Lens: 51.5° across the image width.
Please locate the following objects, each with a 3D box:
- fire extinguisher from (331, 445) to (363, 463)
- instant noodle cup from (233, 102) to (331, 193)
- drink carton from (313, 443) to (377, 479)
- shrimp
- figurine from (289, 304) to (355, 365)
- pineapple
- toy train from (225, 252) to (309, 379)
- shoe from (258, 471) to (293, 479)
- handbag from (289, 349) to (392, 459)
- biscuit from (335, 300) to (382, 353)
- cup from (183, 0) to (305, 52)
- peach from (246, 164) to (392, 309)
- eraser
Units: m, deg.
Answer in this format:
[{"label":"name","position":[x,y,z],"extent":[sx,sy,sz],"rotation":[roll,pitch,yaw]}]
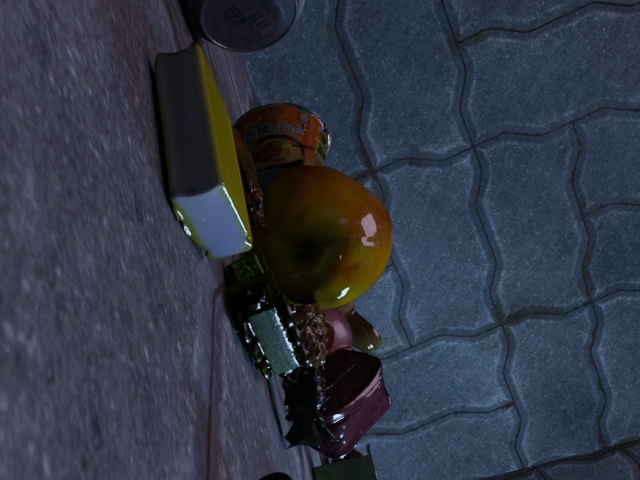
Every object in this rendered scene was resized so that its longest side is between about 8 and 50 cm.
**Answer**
[{"label":"fire extinguisher","position":[0.068,0.705,1.947],"extent":[0.200,0.113,0.376],"rotation":[-61,171,-7]},{"label":"instant noodle cup","position":[-0.089,-0.162,1.468],"extent":[0.230,0.230,0.182],"rotation":[76,10,-50]},{"label":"drink carton","position":[0.063,0.558,1.512],"extent":[0.144,0.142,0.146],"rotation":[-100,176,-52]},{"label":"shrimp","position":[-0.149,-0.110,1.208],"extent":[0.150,0.068,0.249],"rotation":[83,-10,-45]},{"label":"figurine","position":[-0.009,0.229,1.556],"extent":[0.173,0.173,0.173],"rotation":[-14,90,-90]},{"label":"pineapple","position":[-0.036,0.238,1.169],"extent":[0.128,0.128,0.248],"rotation":[74,7,-81]},{"label":"toy train","position":[-0.081,0.115,1.009],"extent":[0.225,0.090,0.137],"rotation":[75,-7,-52]},{"label":"shoe","position":[-0.044,0.325,0.683],"extent":[0.053,0.062,0.159],"rotation":[96,-16,-51]},{"label":"handbag","position":[0.044,0.339,1.415],"extent":[0.146,0.225,0.135],"rotation":[11,-55,42]},{"label":"biscuit","position":[-0.008,0.119,1.663],"extent":[0.368,0.076,0.394],"rotation":[37,-24,30]},{"label":"cup","position":[-0.189,-0.546,1.373],"extent":[0.323,0.236,0.327],"rotation":[-52,-135,51]},{"label":"peach","position":[-0.003,-0.004,1.319],"extent":[0.308,0.289,0.289],"rotation":[-41,118,-72]},{"label":"eraser","position":[-0.143,-0.104,0.817],"extent":[0.158,0.069,0.226],"rotation":[78,-1,-61]}]
